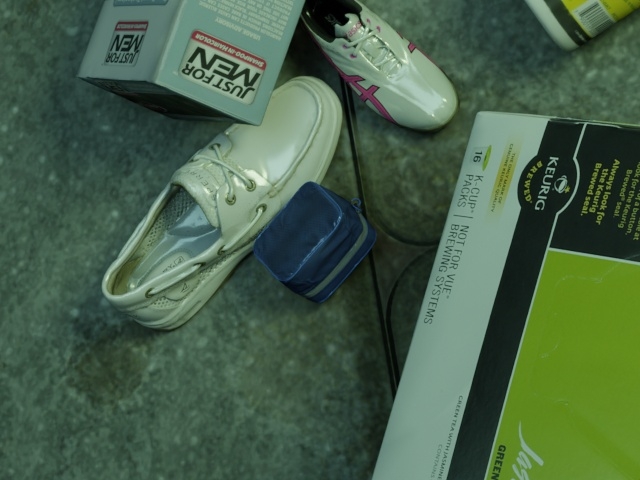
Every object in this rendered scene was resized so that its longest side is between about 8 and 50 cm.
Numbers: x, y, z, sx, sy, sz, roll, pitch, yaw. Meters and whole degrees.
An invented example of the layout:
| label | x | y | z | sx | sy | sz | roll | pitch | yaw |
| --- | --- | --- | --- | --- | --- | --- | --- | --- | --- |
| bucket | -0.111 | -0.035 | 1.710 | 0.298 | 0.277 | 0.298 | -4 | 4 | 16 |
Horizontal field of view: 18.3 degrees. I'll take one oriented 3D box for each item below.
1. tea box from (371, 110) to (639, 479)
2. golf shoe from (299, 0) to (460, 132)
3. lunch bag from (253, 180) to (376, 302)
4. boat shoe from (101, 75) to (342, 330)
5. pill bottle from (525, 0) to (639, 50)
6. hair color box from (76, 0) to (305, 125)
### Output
| label | x | y | z | sx | sy | sz | roll | pitch | yaw |
| --- | --- | --- | --- | --- | --- | --- | --- | --- | --- |
| tea box | 0.252 | 0.099 | 1.466 | 0.323 | 0.220 | 0.329 | 11 | 82 | 46 |
| golf shoe | 0.043 | -0.161 | 1.746 | 0.186 | 0.086 | 0.067 | 41 | 93 | 25 |
| lunch bag | 0.000 | 0.000 | 1.738 | 0.098 | 0.065 | 0.067 | -48 | 48 | 8 |
| boat shoe | -0.089 | -0.037 | 1.768 | 0.098 | 0.096 | 0.277 | 41 | 96 | 27 |
| pill bottle | 0.260 | -0.260 | 1.652 | 0.208 | 0.119 | 0.119 | -33 | 66 | 13 |
| hair color box | -0.076 | -0.297 | 1.774 | 0.185 | 0.113 | 0.374 | 11 | 80 | 62 |
